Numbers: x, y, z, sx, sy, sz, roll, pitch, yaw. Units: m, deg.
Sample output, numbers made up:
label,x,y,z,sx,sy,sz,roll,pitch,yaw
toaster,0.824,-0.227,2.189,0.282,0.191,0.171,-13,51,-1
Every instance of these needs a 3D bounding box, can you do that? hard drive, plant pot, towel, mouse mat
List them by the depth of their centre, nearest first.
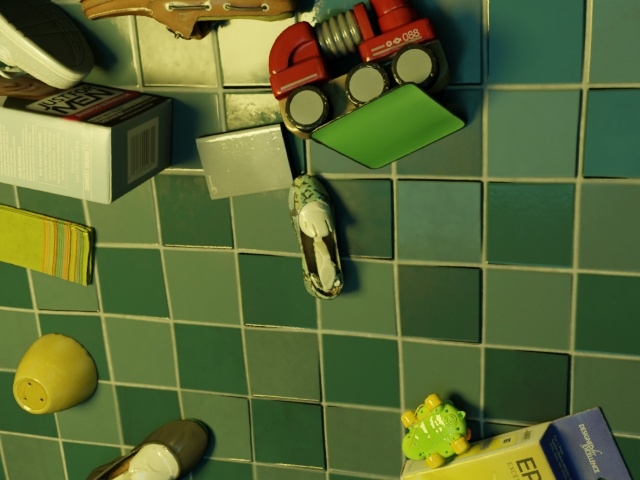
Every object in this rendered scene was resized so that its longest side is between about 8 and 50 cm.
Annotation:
label,x,y,z,sx,sy,sz,roll,pitch,yaw
mouse mat,0.089,-0.142,1.152,0.152,0.189,0.007,-25,68,24
hard drive,-0.106,-0.114,1.303,0.135,0.022,0.094,-7,108,20
towel,-0.479,0.001,1.469,0.237,0.021,0.102,14,113,13
plant pot,-0.457,0.236,1.509,0.134,0.095,0.134,6,112,16

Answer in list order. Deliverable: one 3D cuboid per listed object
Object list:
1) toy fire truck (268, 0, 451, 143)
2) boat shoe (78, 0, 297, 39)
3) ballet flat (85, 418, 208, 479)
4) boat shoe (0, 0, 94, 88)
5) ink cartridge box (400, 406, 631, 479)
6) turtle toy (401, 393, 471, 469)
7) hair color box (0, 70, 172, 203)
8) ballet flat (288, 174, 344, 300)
label,x,y,z,sx,sy,sz,roll,pitch,yaw
toy fire truck,0.027,-0.273,1.142,0.217,0.158,0.246,-19,82,11
boat shoe,-0.181,-0.316,1.202,0.307,0.111,0.104,-5,107,20
ballet flat,-0.303,0.397,1.519,0.280,0.096,0.095,-35,96,25
boat shoe,-0.464,-0.308,1.300,0.320,0.118,0.103,34,122,8
ink cartridge box,0.321,0.427,1.346,0.307,0.072,0.304,-22,102,26
turtle toy,0.168,0.286,1.341,0.130,0.066,0.095,-41,71,29
hair color box,-0.423,-0.163,1.296,0.374,0.185,0.114,11,113,14
ballet flat,0.000,0.000,1.286,0.070,0.070,0.188,-5,112,20
